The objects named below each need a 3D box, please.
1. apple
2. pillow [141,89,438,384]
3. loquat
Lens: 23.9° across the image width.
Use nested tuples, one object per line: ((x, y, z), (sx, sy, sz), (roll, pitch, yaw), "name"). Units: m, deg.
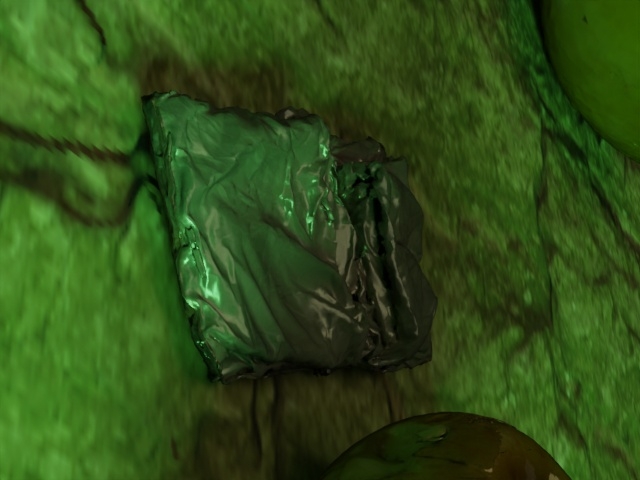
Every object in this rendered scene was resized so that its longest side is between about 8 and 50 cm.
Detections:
((0.062, 0.146, 0.684), (0.146, 0.146, 0.146), (43, 38, -47), "apple")
((0.000, 0.000, 0.747), (0.248, 0.049, 0.135), (6, 73, -60), "pillow")
((0.309, -0.195, 1.280), (0.275, 0.275, 0.274), (43, 38, -47), "loquat")
